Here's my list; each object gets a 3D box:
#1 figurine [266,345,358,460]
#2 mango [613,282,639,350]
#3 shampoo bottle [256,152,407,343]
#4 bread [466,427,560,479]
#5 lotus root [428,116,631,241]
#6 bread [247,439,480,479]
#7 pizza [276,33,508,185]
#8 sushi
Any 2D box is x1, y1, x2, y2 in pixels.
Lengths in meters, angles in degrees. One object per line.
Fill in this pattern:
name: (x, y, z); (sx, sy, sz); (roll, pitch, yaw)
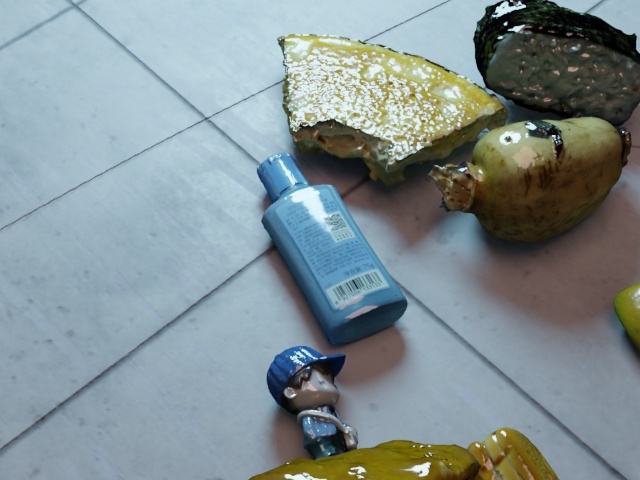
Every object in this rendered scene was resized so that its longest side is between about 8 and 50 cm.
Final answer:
figurine: (-0.003, 0.184, 1.258); (0.087, 0.086, 0.149); (-29, 65, 26)
mango: (0.493, 0.090, 1.305); (0.317, 0.119, 0.176); (0, 71, 14)
shampoo bottle: (0.000, 0.000, 1.387); (0.104, 0.061, 0.258); (-22, 59, -15)
bread: (0.224, 0.285, 1.170); (0.077, 0.116, 0.200); (-33, 59, 5)
lotus root: (0.268, -0.080, 1.397); (0.257, 0.154, 0.140); (-19, 52, -19)
bread: (-0.016, 0.310, 0.989); (0.398, 0.398, 0.215); (-22, 72, -16)
pizza: (0.067, -0.161, 1.488); (0.323, 0.089, 0.223); (19, 50, 13)
sushi: (0.311, -0.238, 1.509); (0.225, 0.124, 0.127); (14, 36, -10)
